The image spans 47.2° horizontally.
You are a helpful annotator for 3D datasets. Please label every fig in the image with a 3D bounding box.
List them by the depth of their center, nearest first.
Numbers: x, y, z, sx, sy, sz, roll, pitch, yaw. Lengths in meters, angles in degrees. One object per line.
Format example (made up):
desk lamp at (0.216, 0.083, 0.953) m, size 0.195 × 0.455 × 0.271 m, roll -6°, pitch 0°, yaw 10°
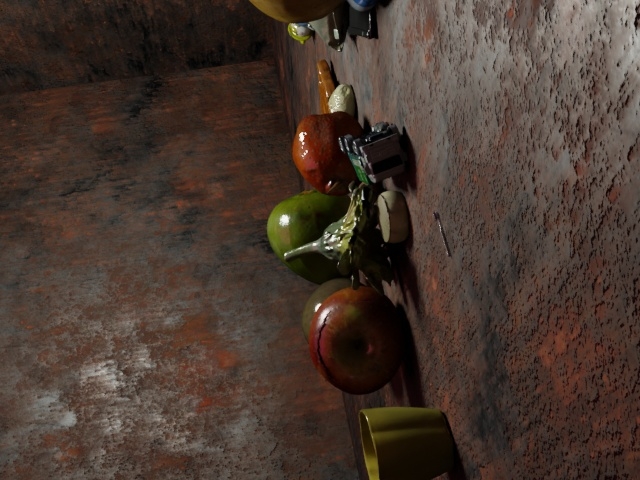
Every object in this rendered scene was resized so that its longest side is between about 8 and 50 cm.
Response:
fig at (0.000, 0.000, 2.234) m, size 0.316 × 0.316 × 0.316 m, roll 171°, pitch 90°, yaw -84°

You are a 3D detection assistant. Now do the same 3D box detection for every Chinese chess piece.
Chinese chess piece at (0.167, -0.054, 1.687) m, size 0.122 × 0.051 × 0.122 m, roll 172°, pitch 90°, yaw -82°

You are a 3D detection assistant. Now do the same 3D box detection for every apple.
apple at (0.094, 0.257, 1.898) m, size 0.206 × 0.251 × 0.272 m, roll -78°, pitch -33°, yaw -86°

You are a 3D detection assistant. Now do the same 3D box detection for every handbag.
handbag at (0.016, -0.619, 1.979) m, size 0.270 × 0.117 × 0.183 m, roll -110°, pitch 4°, yaw -56°

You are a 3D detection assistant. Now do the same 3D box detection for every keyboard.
keyboard at (0.099, -0.524, 1.753) m, size 0.231 × 0.023 × 0.072 m, roll -116°, pitch 25°, yaw -69°

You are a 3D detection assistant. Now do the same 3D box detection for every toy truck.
toy truck at (0.120, -0.197, 1.654) m, size 0.253 × 0.114 × 0.124 m, roll -124°, pitch 13°, yaw -76°

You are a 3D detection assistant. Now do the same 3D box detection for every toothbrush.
toothbrush at (0.227, -0.012, 1.373) m, size 0.006 × 0.008 × 0.097 m, roll 63°, pitch -167°, yaw -62°

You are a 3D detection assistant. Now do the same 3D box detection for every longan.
longan at (0.068, 0.232, 2.129) m, size 0.258 × 0.257 × 0.258 m, roll 171°, pitch 90°, yaw -84°

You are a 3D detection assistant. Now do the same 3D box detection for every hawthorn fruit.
hawthorn fruit at (0.030, -0.211, 1.944) m, size 0.211 × 0.210 × 0.263 m, roll 90°, pitch 175°, yaw -55°

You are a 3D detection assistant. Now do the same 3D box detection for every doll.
doll at (-0.066, -0.778, 2.567) m, size 0.241 × 0.135 × 0.099 m, roll 103°, pitch -174°, yaw -70°

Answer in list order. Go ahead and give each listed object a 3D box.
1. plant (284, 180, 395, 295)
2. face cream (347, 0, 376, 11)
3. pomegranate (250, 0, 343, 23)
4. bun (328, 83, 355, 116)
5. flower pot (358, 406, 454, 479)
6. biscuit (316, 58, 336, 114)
plant at (0.068, -0.025, 1.842) m, size 0.306 × 0.296 × 0.261 m, roll -10°, pitch -62°, yaw -65°
face cream at (0.091, -0.556, 1.479) m, size 0.264 × 0.083 × 0.149 m, roll 112°, pitch 149°, yaw -78°
pomegranate at (-0.038, -0.671, 1.654) m, size 0.338 × 0.338 × 0.339 m, roll 171°, pitch 90°, yaw -84°
bun at (0.060, -0.388, 2.090) m, size 0.115 × 0.069 × 0.115 m, roll 172°, pitch 90°, yaw -83°
flower pot at (0.189, 0.448, 1.603) m, size 0.195 × 0.179 × 0.195 m, roll 171°, pitch 90°, yaw -82°
biscuit at (0.032, -0.431, 2.408) m, size 0.306 × 0.043 × 0.284 m, roll 95°, pitch 164°, yaw -74°
